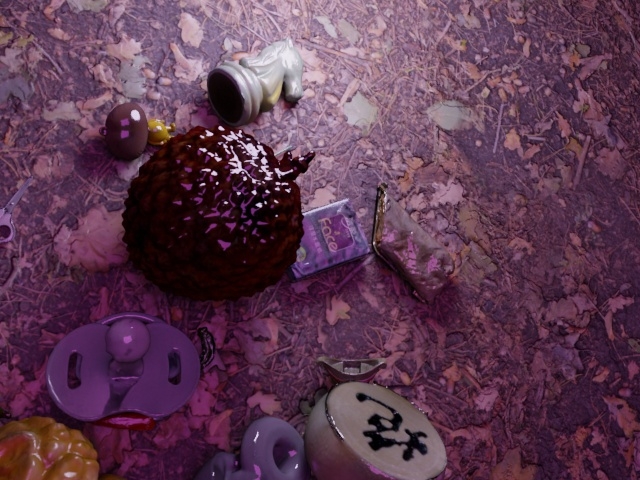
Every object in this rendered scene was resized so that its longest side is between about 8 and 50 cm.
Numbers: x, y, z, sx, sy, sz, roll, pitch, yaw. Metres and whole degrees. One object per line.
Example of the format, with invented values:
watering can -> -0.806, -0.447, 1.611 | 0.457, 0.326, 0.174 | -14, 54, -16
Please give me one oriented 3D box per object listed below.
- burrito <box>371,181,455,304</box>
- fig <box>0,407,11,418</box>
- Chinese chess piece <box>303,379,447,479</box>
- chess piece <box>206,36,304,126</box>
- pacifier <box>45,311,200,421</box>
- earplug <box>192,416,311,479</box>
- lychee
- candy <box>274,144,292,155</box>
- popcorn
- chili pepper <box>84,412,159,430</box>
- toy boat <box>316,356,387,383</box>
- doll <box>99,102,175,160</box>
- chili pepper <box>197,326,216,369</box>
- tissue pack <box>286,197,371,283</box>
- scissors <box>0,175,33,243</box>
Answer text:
burrito -> 0.239, 0.011, 1.834 | 0.348, 0.107, 0.175 | 50, 55, -4
fig -> -0.775, 0.375, 1.429 | 0.177, 0.117, 0.117 | 5, 76, -33
Chinese chess piece -> 0.133, 0.492, 1.562 | 0.349, 0.349, 0.146 | 21, 112, -12
chess piece -> -0.152, -0.440, 1.800 | 0.298, 0.176, 0.176 | -35, 90, -34
pacifier -> -0.439, 0.255, 1.481 | 0.343, 0.269, 0.288 | 1, 53, -21
earplug -> -0.164, 0.561, 1.553 | 0.325, 0.175, 0.214 | -27, 82, -31
lychee -> -0.223, -0.069, 1.544 | 0.499, 0.424, 0.425 | -25, 86, 5
candy -> -0.156, -0.218, 1.791 | 0.201, 0.060, 0.060 | -32, 89, -28
popcorn -> -0.579, 0.542, 1.361 | 0.381, 0.349, 0.349 | 42, 63, -47
chili pepper -> -0.467, 0.428, 1.551 | 0.178, 0.027, 0.045 | 5, 77, -15
toy boat -> 0.081, 0.340, 1.711 | 0.185, 0.089, 0.071 | 1, 114, 2
doll -> -0.471, -0.270, 1.682 | 0.188, 0.096, 0.145 | 26, 85, -37
chili pepper -> -0.291, 0.276, 1.641 | 0.055, 0.035, 0.118 | 11, 84, -2
tissue pack -> 0.000, 0.000, 1.772 | 0.235, 0.073, 0.173 | -18, 84, -19
scissors -> -0.753, -0.081, 1.583 | 0.100, 0.015, 0.189 | 29, 70, -7
